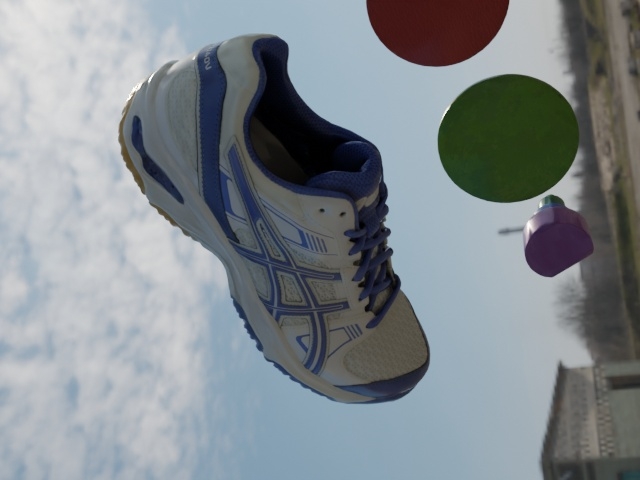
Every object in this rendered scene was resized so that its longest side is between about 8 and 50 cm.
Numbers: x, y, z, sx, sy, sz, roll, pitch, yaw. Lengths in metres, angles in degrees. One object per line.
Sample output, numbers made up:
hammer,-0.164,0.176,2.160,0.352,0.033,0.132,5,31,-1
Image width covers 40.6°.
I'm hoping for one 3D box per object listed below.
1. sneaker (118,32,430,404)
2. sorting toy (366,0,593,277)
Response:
sneaker,0.000,0.000,0.571,0.296,0.131,0.112,49,-137,-24
sorting toy,0.166,-0.138,0.826,0.365,0.127,0.126,58,-157,-24
